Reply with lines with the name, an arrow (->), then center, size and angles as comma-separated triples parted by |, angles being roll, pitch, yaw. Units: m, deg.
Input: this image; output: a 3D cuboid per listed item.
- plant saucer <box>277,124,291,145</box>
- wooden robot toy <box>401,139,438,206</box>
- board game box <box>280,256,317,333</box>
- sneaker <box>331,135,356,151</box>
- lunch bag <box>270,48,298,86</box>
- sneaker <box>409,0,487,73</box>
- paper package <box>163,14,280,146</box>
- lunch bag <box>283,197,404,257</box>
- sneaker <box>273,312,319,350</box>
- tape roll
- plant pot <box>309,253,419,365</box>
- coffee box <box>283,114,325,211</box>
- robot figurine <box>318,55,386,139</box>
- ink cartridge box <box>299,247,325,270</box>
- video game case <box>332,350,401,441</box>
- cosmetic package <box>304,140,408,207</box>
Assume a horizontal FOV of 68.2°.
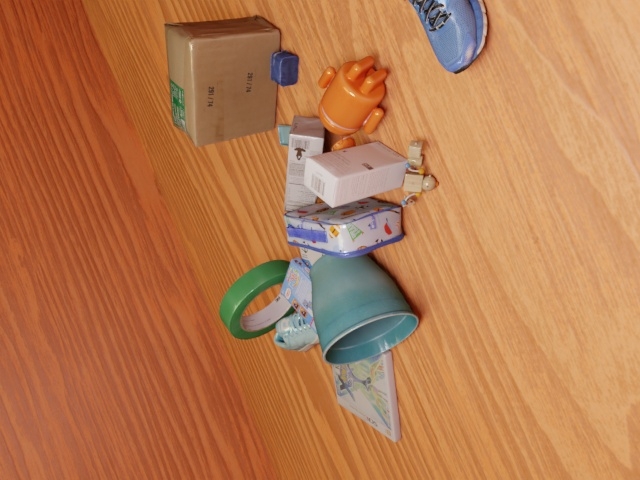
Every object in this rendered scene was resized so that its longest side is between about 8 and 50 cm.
plant saucer -> -0.073, -0.325, 1.480 | 0.192, 0.018, 0.067 | 20, 123, 49
wooden robot toy -> 0.237, -0.148, 1.102 | 0.079, 0.076, 0.173 | 10, 121, 14
board game box -> -0.038, 0.181, 1.521 | 0.211, 0.039, 0.160 | 44, 134, 25
sneaker -> 0.078, -0.218, 1.217 | 0.064, 0.175, 0.067 | -34, 73, 12
lunch bag -> -0.109, -0.508, 1.385 | 0.065, 0.067, 0.098 | 39, 136, 38
sneaker -> 0.196, -0.467, 0.889 | 0.130, 0.147, 0.330 | -23, 88, 57
paper package -> -0.295, -0.490, 1.445 | 0.168, 0.309, 0.325 | 43, 140, 35
lunch bag -> 0.049, -0.037, 1.250 | 0.303, 0.243, 0.115 | 10, 115, 52
sneaker -> -0.076, 0.312, 1.680 | 0.366, 0.150, 0.135 | 120, 149, -50
tape roll -> -0.200, 0.213, 1.678 | 0.077, 0.321, 0.321 | 47, 141, 31
plant pot -> 0.091, 0.165, 1.302 | 0.255, 0.271, 0.272 | 67, 150, 31
coffee box -> -0.046, -0.216, 1.371 | 0.141, 0.098, 0.246 | -83, 1, -53
robot figurine -> 0.072, -0.346, 1.156 | 0.219, 0.158, 0.128 | 132, 145, -54
ink cartridge box -> 0.000, 0.000, 1.486 | 0.148, 0.086, 0.203 | 9, 116, 54
video game case -> 0.139, 0.467, 1.585 | 0.300, 0.036, 0.329 | 15, 119, 52
cosmetic package -> 0.087, -0.164, 1.135 | 0.117, 0.231, 0.085 | 41, 138, 36
